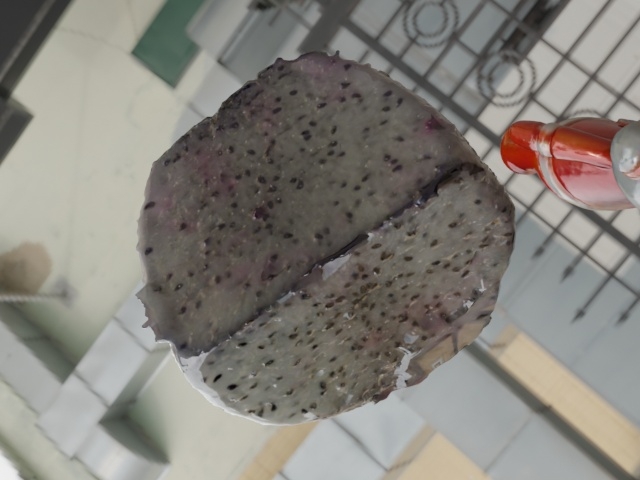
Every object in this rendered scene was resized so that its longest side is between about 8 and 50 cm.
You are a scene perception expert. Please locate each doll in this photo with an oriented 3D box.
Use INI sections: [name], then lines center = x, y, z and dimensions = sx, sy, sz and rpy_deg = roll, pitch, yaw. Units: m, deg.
[doll]
center = 0.203, -0.046, 0.654
dimensions = 0.142, 0.076, 0.245
rpy_deg = 13, 180, -19

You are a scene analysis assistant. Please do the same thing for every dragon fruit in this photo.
[dragon fruit]
center = 0.000, 0.000, 0.887
dimensions = 0.221, 0.283, 0.204
rpy_deg = 55, -177, 36
